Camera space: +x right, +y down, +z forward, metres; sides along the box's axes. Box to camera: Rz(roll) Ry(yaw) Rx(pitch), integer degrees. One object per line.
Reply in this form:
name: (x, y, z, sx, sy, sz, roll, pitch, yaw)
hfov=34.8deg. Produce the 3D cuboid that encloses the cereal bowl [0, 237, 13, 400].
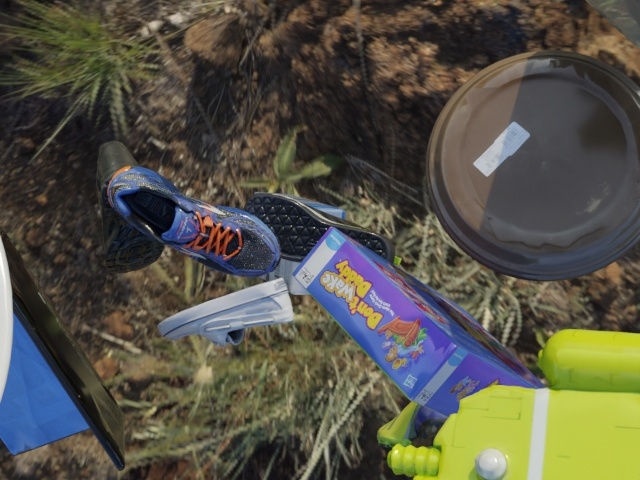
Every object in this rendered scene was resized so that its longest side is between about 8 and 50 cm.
cereal bowl: (-0.308, 0.009, 0.425, 0.141, 0.339, 0.339, -34, 104, 26)

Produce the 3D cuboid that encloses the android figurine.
android figurine: (0.164, 0.174, 0.606, 0.273, 0.056, 0.248, 2, 69, 26)

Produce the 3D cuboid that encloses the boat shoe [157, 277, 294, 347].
boat shoe: (-0.161, 0.137, 1.700, 0.258, 0.095, 0.084, -20, 88, 31)

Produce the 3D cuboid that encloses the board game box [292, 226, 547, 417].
board game box: (0.147, 0.131, 1.259, 0.078, 0.233, 0.347, -51, 140, 7)

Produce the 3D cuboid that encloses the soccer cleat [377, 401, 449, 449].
soccer cleat: (0.185, 0.316, 1.814, 0.093, 0.289, 0.121, 21, 65, -11)

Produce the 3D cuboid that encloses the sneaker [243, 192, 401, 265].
sneaker: (0.000, 0.000, 1.464, 0.235, 0.097, 0.084, 22, 94, 6)

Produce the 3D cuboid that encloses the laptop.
laptop: (-0.512, 0.204, 1.637, 0.236, 0.408, 0.382, -32, 103, -6)

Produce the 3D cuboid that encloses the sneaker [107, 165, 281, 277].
sneaker: (-0.151, -0.012, 1.186, 0.221, 0.087, 0.083, 22, 100, -4)

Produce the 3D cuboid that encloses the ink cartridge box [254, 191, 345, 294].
ink cartridge box: (-0.047, 0.002, 1.752, 0.086, 0.203, 0.148, 2, 99, -26)

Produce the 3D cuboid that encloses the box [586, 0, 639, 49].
box: (0.342, -0.288, 0.991, 0.148, 0.311, 0.121, 43, 96, 2)

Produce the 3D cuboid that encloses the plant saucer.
plant saucer: (0.256, -0.092, 1.165, 0.278, 0.041, 0.277, -3, 77, 13)

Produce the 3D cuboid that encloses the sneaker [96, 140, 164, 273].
sneaker: (-0.339, -0.056, 1.787, 0.109, 0.130, 0.286, -11, 141, -19)
